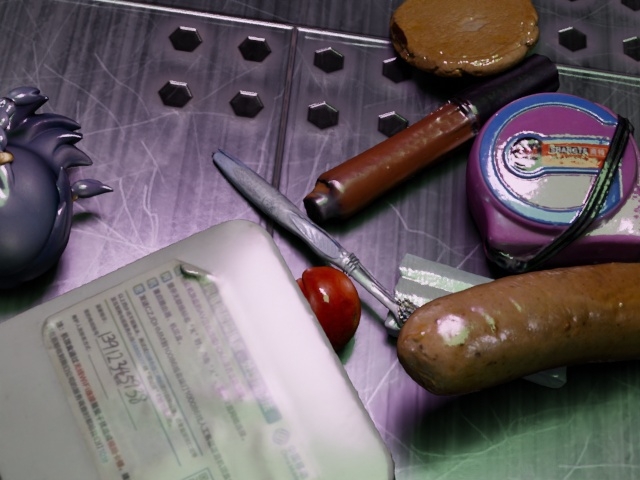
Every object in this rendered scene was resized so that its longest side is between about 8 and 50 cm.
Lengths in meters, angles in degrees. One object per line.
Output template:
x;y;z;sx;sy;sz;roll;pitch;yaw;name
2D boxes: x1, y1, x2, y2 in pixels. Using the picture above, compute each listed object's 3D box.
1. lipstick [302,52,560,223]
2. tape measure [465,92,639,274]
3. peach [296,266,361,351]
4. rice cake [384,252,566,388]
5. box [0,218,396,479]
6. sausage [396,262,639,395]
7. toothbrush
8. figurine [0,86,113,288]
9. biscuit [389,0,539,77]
0.154;-0.139;1.703;0.418;0.077;0.077;-31;68;-22;lipstick
0.306;-0.065;1.643;0.231;0.149;0.245;1;67;4;tape measure
0.005;0.087;1.539;0.100;0.101;0.101;4;59;-6;peach
0.203;0.103;1.586;0.237;0.043;0.127;15;60;2;rice cake
-0.158;0.208;1.405;0.396;0.111;0.396;-25;66;-9;box
0.316;0.095;1.509;0.501;0.123;0.136;-5;99;-27;sausage
0.000;0.000;1.600;0.035;0.042;0.413;-42;63;-17;toothbrush
-0.384;-0.074;1.542;0.175;0.197;0.265;-22;62;21;figurine
0.206;-0.303;1.794;0.226;0.042;0.226;-4;43;4;biscuit
